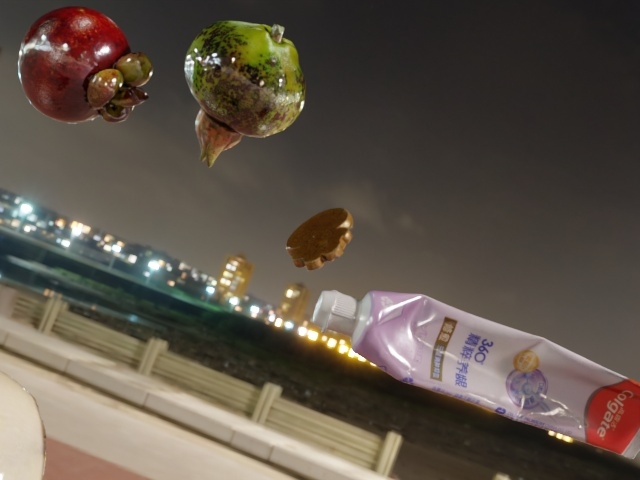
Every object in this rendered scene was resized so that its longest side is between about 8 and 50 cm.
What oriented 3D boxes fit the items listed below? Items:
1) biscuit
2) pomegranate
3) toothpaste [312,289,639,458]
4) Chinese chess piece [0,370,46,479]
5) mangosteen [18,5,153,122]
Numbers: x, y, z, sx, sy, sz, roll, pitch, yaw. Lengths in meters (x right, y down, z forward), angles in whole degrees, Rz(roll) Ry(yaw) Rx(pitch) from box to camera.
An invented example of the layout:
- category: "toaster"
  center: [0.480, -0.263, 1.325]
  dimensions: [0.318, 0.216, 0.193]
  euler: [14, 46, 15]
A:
- category: "biscuit"
  center: [0.000, 0.000, 1.370]
  dimensions: [0.026, 0.124, 0.175]
  euler: [58, 10, -23]
- category: "pomegranate"
  center: [-0.144, -0.272, 1.539]
  dimensions: [0.222, 0.204, 0.277]
  euler: [47, -31, 22]
- category: "toothpaste"
  center: [0.138, 0.103, 0.665]
  dimensions: [0.301, 0.075, 0.048]
  euler: [20, 11, -6]
- category: "Chinese chess piece"
  center: [-0.490, 0.321, 1.061]
  dimensions: [0.140, 0.338, 0.338]
  euler: [23, -6, -40]
- category: "mangosteen"
  center: [-0.421, -0.311, 1.522]
  dimensions: [0.257, 0.215, 0.215]
  euler: [21, -6, 15]
